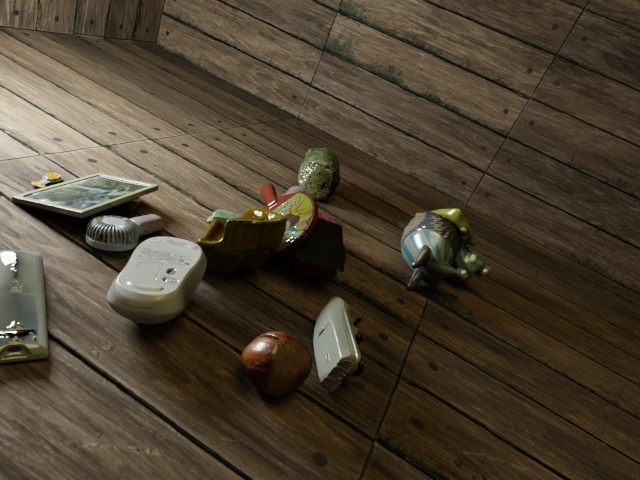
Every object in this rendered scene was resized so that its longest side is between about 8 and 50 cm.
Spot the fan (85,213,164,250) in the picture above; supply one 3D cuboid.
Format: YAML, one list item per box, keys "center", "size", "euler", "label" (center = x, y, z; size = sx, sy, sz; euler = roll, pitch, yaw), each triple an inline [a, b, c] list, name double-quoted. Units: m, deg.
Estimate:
- center: [-0.537, -0.030, 1.239]
  size: [0.130, 0.074, 0.244]
  euler: [21, 19, 18]
  label: "fan"

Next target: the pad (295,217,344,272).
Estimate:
- center: [0.000, 0.000, 1.415]
  size: [0.164, 0.004, 0.243]
  euler: [19, 37, -15]
  label: "pad"

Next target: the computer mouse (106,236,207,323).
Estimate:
- center: [-0.382, 0.102, 1.057]
  size: [0.184, 0.121, 0.296]
  euler: [7, 25, -7]
  label: "computer mouse"

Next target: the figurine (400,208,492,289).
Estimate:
- center: [0.444, 0.095, 1.748]
  size: [0.361, 0.266, 0.378]
  euler: [50, 61, -5]
  label: "figurine"

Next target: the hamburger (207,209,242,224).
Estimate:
- center: [-0.321, -0.074, 1.515]
  size: [0.121, 0.054, 0.084]
  euler: [13, 29, -5]
  label: "hamburger"

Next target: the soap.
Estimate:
- center: [-0.037, -0.008, 1.549]
  size: [0.220, 0.127, 0.324]
  euler: [18, 26, -17]
  label: "soap"

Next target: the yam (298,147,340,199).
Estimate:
- center: [-0.003, -0.323, 2.088]
  size: [0.195, 0.195, 0.300]
  euler: [20, 26, -8]
  label: "yam"

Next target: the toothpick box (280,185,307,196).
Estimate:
- center: [-0.113, -0.155, 1.783]
  size: [0.099, 0.098, 0.149]
  euler: [26, 26, 3]
  label: "toothpick box"

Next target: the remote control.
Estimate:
- center: [-0.626, 0.116, 0.903]
  size: [0.109, 0.055, 0.313]
  euler: [3, 34, -36]
  label: "remote control"

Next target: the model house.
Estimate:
- center: [-0.260, -0.007, 1.266]
  size: [0.239, 0.268, 0.173]
  euler: [-9, 61, -46]
  label: "model house"

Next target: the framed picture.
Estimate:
- center: [-0.678, -0.141, 1.305]
  size: [0.241, 0.020, 0.324]
  euler: [12, 24, 15]
  label: "framed picture"

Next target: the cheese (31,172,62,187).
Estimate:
- center: [-0.826, -0.184, 1.335]
  size: [0.047, 0.017, 0.111]
  euler: [19, 27, -4]
  label: "cheese"

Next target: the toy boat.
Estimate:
- center: [0.053, 0.255, 1.129]
  size: [0.141, 0.140, 0.269]
  euler: [22, 24, -5]
  label: "toy boat"

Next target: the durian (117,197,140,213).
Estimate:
- center: [-0.599, -0.122, 1.349]
  size: [0.130, 0.066, 0.052]
  euler: [15, -27, 43]
  label: "durian"

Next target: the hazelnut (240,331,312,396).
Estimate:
- center: [-0.099, 0.273, 0.982]
  size: [0.154, 0.143, 0.143]
  euler: [12, 28, -40]
  label: "hazelnut"

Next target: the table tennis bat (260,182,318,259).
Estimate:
- center: [-0.142, -0.083, 1.487]
  size: [0.051, 0.268, 0.414]
  euler: [52, 7, -36]
  label: "table tennis bat"
